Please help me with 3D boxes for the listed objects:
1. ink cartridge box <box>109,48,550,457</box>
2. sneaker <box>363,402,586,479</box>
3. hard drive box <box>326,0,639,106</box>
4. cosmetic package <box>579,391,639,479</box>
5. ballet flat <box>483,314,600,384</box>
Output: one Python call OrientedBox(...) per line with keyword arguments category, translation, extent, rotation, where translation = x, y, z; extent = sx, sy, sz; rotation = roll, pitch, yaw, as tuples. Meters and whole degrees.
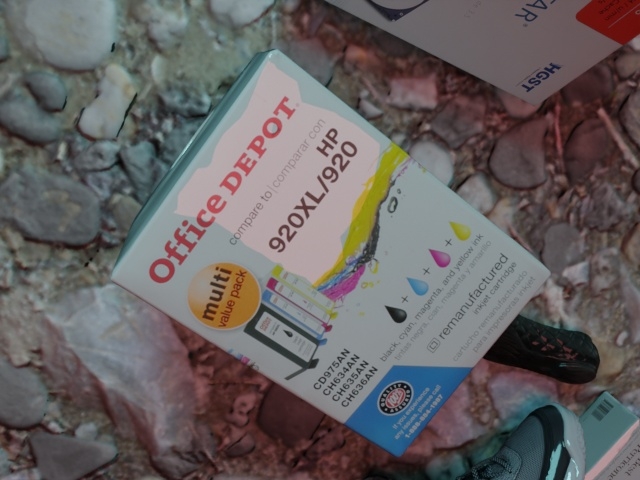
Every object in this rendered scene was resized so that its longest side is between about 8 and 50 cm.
OrientedBox(category="ink cartridge box", translation=(0.000, 0.000, 0.447), extent=(0.232, 0.168, 0.171), rotation=(36, 97, -17))
OrientedBox(category="sneaker", translation=(0.130, 0.249, 0.576), extent=(0.153, 0.101, 0.269), rotation=(35, 85, -6))
OrientedBox(category="hard drive box", translation=(0.114, -0.211, 0.398), extent=(0.232, 0.181, 0.089), rotation=(20, 67, -15))
OrientedBox(category="cosmetic package", translation=(0.261, 0.283, 0.631), extent=(0.099, 0.060, 0.239), rotation=(38, 95, -19))
OrientedBox(category="ballet flat", translation=(0.189, 0.091, 0.581), extent=(0.173, 0.049, 0.057), rotation=(23, 133, -12))
